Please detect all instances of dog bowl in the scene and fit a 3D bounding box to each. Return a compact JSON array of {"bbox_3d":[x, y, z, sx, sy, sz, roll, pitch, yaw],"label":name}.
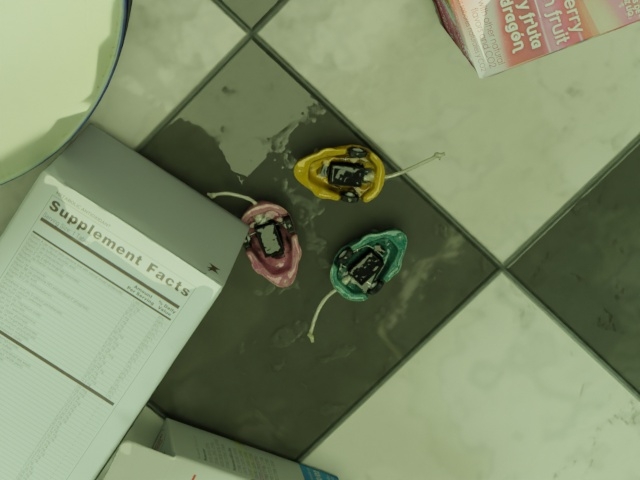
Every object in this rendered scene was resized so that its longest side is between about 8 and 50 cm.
[{"bbox_3d":[-0.249,-0.163,1.032,0.264,0.104,0.265,-2,110,-5],"label":"dog bowl"}]

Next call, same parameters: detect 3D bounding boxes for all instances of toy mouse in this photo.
[{"bbox_3d":[0.000,0.000,1.155,0.161,0.031,0.143,1,110,-6],"label":"toy mouse"}]

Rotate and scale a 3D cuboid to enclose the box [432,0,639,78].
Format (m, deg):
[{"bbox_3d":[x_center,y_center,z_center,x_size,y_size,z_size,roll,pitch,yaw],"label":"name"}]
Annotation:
[{"bbox_3d":[0.103,-0.271,0.998,0.142,0.154,0.300,-20,110,3],"label":"box"}]

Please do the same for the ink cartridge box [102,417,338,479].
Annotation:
[{"bbox_3d":[-0.083,0.199,1.199,0.181,0.061,0.104,22,107,-19],"label":"ink cartridge box"}]

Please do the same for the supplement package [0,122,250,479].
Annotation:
[{"bbox_3d":[-0.171,0.068,1.096,0.139,0.134,0.244,34,107,-5],"label":"supplement package"}]
